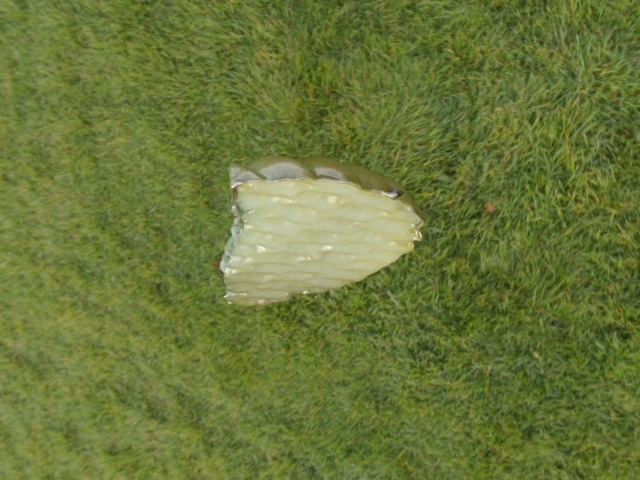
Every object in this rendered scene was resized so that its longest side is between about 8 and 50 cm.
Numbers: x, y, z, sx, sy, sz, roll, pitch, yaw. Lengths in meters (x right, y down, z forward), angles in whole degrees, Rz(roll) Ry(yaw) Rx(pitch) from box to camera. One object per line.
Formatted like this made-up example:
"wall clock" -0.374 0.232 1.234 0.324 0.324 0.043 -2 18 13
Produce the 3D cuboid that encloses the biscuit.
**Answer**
"biscuit" 0.000 0.000 0.535 0.273 0.187 0.036 118 149 -62
